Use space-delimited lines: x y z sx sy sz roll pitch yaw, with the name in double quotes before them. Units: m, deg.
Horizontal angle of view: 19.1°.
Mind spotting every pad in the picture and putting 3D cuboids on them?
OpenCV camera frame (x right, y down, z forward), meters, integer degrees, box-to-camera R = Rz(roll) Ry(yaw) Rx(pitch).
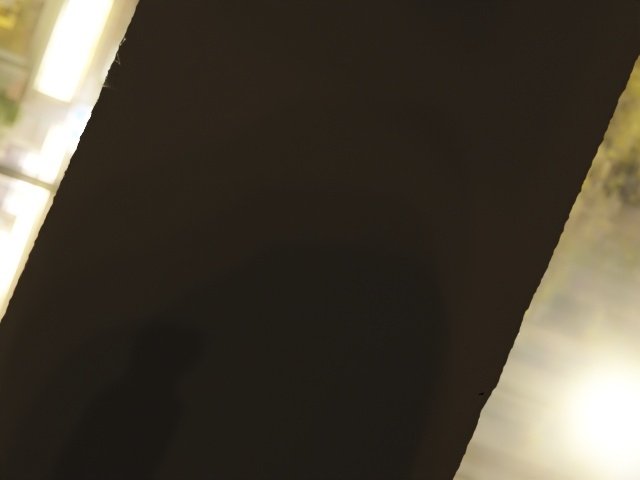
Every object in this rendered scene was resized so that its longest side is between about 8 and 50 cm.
"pad" 0.000 0.000 0.789 0.007 0.247 0.367 21 -93 54
